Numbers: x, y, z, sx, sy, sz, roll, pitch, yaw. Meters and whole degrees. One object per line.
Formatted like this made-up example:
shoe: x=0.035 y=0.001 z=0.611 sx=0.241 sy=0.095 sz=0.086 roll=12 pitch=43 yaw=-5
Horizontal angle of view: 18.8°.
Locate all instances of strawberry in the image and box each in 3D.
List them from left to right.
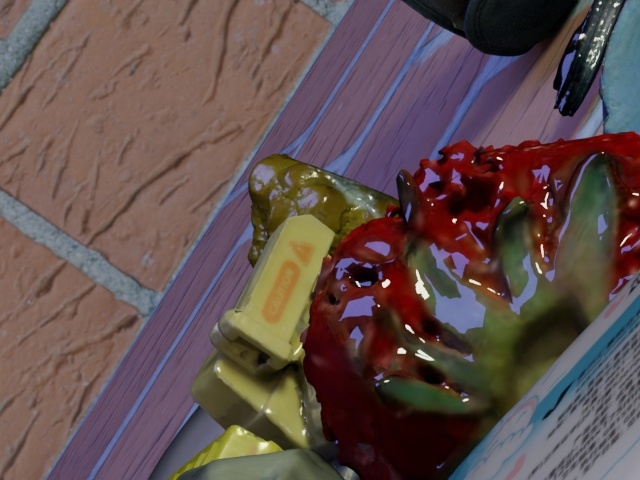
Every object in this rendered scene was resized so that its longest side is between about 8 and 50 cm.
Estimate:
strawberry: x=0.095 y=0.040 z=0.778 sx=0.187 sy=0.184 sz=0.201 roll=-60 pitch=-12 yaw=7

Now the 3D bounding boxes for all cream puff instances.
cream puff: x=0.000 y=0.000 z=1.562 sx=0.146 sy=0.146 sz=0.116 roll=-153 pitch=81 yaw=-81

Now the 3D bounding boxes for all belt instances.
belt: x=0.119 y=-0.247 z=1.579 sx=0.116 sy=0.206 sz=0.267 roll=-54 pitch=15 yaw=28

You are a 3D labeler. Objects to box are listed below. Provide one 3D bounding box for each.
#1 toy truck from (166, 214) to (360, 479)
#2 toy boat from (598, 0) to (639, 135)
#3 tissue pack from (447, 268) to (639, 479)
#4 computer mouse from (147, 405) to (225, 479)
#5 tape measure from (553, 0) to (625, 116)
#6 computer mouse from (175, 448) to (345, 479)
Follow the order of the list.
toy truck: x=-0.007 y=0.110 z=1.076 sx=0.124 sy=0.157 sz=0.272 roll=-43 pitch=14 yaw=50
toy boat: x=0.217 y=-0.107 z=1.016 sx=0.215 sy=0.088 sz=0.102 roll=-55 pitch=-25 yaw=5
tissue pack: x=0.144 y=0.063 z=0.572 sx=0.271 sy=0.124 sz=0.201 roll=-52 pitch=10 yaw=24
computer mouse: x=-0.048 y=0.141 z=1.400 sx=0.331 sy=0.095 sz=0.197 roll=-57 pitch=14 yaw=-16
tape measure: x=0.256 y=-0.254 z=1.263 sx=0.351 sy=0.098 sz=0.215 roll=-60 pitch=9 yaw=-15
computer mouse: x=-0.025 y=0.264 z=0.670 sx=0.228 sy=0.145 sz=0.429 roll=125 pitch=163 yaw=-48
